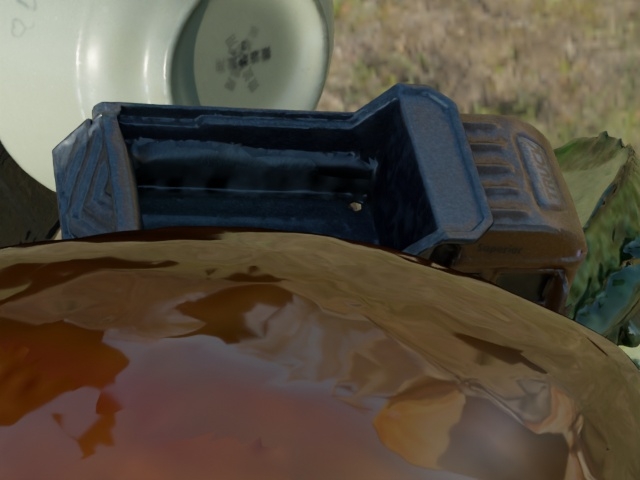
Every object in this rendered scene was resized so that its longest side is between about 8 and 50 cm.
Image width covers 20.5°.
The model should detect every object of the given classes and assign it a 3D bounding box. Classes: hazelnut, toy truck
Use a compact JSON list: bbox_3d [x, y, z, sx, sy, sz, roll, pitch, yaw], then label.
[{"bbox_3d":[-0.034,0.161,0.469,0.372,0.372,0.315,15,46,21],"label":"hazelnut"},{"bbox_3d":[0.000,0.000,0.645,0.192,0.092,0.083,1,48,-17],"label":"toy truck"}]

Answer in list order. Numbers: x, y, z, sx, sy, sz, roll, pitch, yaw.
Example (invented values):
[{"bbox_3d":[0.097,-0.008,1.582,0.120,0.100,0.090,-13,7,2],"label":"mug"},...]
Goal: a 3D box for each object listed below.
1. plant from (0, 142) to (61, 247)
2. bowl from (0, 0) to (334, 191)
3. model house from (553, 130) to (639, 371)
[{"bbox_3d":[-0.293,-0.032,1.376,0.164,0.142,0.256,-2,50,24],"label":"plant"},{"bbox_3d":[-0.082,-0.120,1.086,0.238,0.237,0.126,-45,41,-19],"label":"bowl"},{"bbox_3d":[0.128,0.125,1.123,0.321,0.266,0.261,-34,13,-7],"label":"model house"}]
